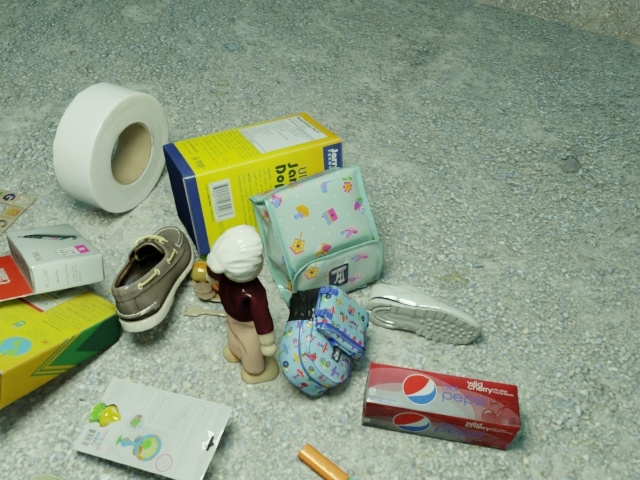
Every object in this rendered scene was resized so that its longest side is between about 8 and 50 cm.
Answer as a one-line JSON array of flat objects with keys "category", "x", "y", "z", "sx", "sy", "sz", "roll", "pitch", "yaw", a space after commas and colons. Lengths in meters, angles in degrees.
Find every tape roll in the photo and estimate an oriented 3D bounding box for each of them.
[{"category": "tape roll", "x": -0.468, "y": -0.210, "z": 1.318, "sx": 0.100, "sy": 0.286, "sz": 0.286, "roll": 19, "pitch": 48, "yaw": 15}]

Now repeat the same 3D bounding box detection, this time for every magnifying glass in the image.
[{"category": "magnifying glass", "x": 0.060, "y": 0.413, "z": 0.940, "sx": 0.231, "sy": 0.026, "sz": 0.092, "roll": 31, "pitch": 52, "yaw": 24}]

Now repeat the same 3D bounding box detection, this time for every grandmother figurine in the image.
[{"category": "grandmother figurine", "x": -0.134, "y": 0.106, "z": 0.998, "sx": 0.208, "sy": 0.342, "sz": 0.104, "roll": 34, "pitch": 53, "yaw": 25}]

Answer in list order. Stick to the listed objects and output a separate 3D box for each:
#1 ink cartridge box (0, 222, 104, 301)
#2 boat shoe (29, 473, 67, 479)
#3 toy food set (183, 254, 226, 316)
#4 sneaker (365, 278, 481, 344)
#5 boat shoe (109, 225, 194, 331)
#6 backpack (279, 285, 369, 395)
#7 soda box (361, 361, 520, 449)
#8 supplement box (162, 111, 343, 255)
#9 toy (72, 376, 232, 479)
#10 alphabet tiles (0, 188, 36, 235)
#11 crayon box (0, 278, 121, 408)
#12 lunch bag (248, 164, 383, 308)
[{"category": "ink cartridge box", "x": -0.579, "y": 0.039, "z": 1.119, "sx": 0.239, "sy": 0.060, "sz": 0.275, "roll": -11, "pitch": 20, "yaw": -34}, {"category": "boat shoe", "x": -0.350, "y": 0.442, "z": 0.865, "sx": 0.233, "sy": 0.084, "sz": 0.079, "roll": 25, "pitch": 88, "yaw": 10}, {"category": "toy food set", "x": -0.217, "y": 0.077, "z": 1.229, "sx": 0.132, "sy": 0.038, "sz": 0.192, "roll": 4, "pitch": 46, "yaw": 0}, {"category": "sneaker", "x": 0.214, "y": 0.138, "z": 1.175, "sx": 0.235, "sy": 0.090, "sz": 0.095, "roll": 17, "pitch": 38, "yaw": 10}, {"category": "boat shoe", "x": -0.337, "y": 0.048, "z": 1.163, "sx": 0.117, "sy": 0.096, "sz": 0.324, "roll": -9, "pitch": 30, "yaw": 8}, {"category": "backpack", "x": 0.005, "y": 0.189, "z": 1.056, "sx": 0.117, "sy": 0.158, "sz": 0.173, "roll": -18, "pitch": 41, "yaw": 36}, {"category": "soda box", "x": 0.209, "y": 0.292, "z": 1.019, "sx": 0.263, "sy": 0.092, "sz": 0.083, "roll": 8, "pitch": 46, "yaw": 4}, {"category": "supplement box", "x": -0.145, "y": -0.137, "z": 1.306, "sx": 0.356, "sy": 0.195, "sz": 0.194, "roll": -17, "pitch": 35, "yaw": -19}, {"category": "toy", "x": -0.279, "y": 0.327, "z": 0.978, "sx": 0.237, "sy": 0.056, "sz": 0.137, "roll": 11, "pitch": 50, "yaw": 13}, {"category": "alphabet tiles", "x": -0.814, "y": -0.044, "z": 1.324, "sx": 0.198, "sy": 0.009, "sz": 0.237, "roll": 14, "pitch": 47, "yaw": 9}, {"category": "crayon box", "x": -0.538, "y": 0.169, "z": 1.010, "sx": 0.202, "sy": 0.081, "sz": 0.318, "roll": 24, "pitch": 24, "yaw": 18}, {"category": "lunch bag", "x": 0.000, "y": 0.000, "z": 1.193, "sx": 0.223, "sy": 0.262, "sz": 0.160, "roll": -21, "pitch": 12, "yaw": -21}]
